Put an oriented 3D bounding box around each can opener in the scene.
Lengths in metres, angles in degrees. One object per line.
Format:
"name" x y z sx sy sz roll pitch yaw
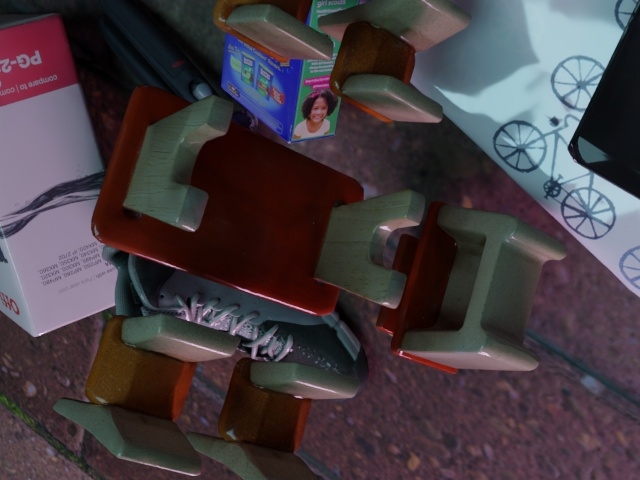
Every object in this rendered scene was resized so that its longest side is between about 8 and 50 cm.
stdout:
"can opener" -0.109 -0.114 0.648 0.186 0.073 0.059 55 141 10

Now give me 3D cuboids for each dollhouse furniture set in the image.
"dollhouse furniture set" 0.000 0.000 0.489 0.135 0.259 0.262 3 74 55

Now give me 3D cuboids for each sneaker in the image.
"sneaker" -0.080 0.069 0.673 0.228 0.132 0.086 40 131 12

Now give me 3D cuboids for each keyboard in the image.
"keyboard" 0.200 -0.089 0.414 0.108 0.023 0.180 36 131 24

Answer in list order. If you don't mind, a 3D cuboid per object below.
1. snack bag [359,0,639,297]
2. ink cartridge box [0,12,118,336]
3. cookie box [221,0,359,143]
"snack bag" 0.210 -0.130 0.423 0.323 0.037 0.342 46 131 7
"ink cartridge box" -0.255 -0.060 0.723 0.172 0.100 0.237 18 126 51
"cookie box" -0.022 -0.132 0.567 0.092 0.040 0.107 43 136 39
